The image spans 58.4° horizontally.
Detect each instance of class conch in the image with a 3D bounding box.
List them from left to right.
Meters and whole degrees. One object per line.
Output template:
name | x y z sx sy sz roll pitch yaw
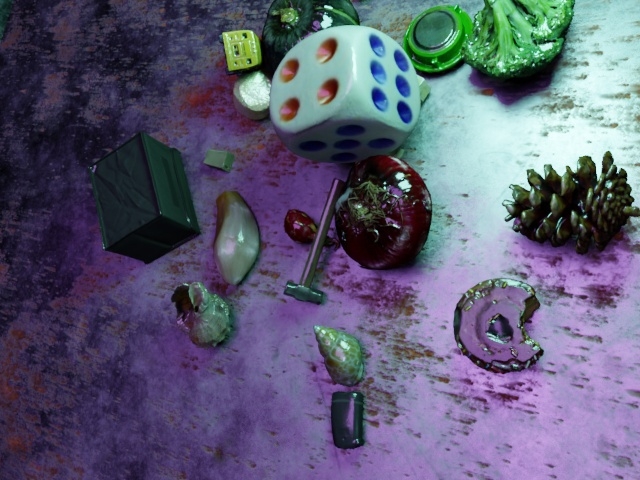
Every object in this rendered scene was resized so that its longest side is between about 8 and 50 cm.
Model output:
conch | -0.368 0.217 1.737 0.178 0.245 0.163 -1 36 9
conch | 0.055 0.314 1.554 0.116 0.106 0.173 -2 90 44

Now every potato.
potato | 0.256 -0.451 1.658 0.122 0.086 0.061 38 97 34

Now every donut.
donut | 0.437 0.211 1.396 0.216 0.096 0.230 -21 69 22

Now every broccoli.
broccoli | 0.498 -0.562 1.477 0.307 0.275 0.308 -33 35 27

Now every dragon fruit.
dragon fruit | -0.035 -0.021 1.691 0.190 0.094 0.094 35 94 17

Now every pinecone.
pinecone | 0.580 -0.087 1.334 0.309 0.244 0.244 6 80 38

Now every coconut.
coconut | -0.212 -0.470 1.857 0.147 0.152 0.147 0 89 -9

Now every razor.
razor | 0.071 0.479 1.528 0.090 0.054 0.148 -8 73 28

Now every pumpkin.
pumpkin | -0.031 -0.620 1.748 0.323 0.241 0.324 -9 70 26

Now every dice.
dice | 0.067 -0.378 1.535 0.304 0.304 0.277 -13 72 41

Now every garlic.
garlic | -0.273 -0.023 1.805 0.143 0.112 0.318 -21 58 23

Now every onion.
onion | 0.172 -0.070 1.535 0.313 0.232 0.314 0 90 47

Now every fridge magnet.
fridge magnet | 0.336 -0.585 1.649 0.207 0.088 0.208 -7 74 25

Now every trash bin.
trash bin | -0.344 -0.270 1.925 0.092 0.043 0.061 14 84 29

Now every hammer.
hammer | 0.000 0.000 1.641 0.111 0.043 0.366 18 92 -2

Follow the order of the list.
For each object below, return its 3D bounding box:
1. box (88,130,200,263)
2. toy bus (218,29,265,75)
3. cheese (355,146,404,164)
box | -0.592 -0.139 1.919 0.251 0.204 0.345 -27 67 18
toy bus | -0.241 -0.592 1.813 0.122 0.335 0.121 -10 104 3
cheese | 0.133 -0.192 1.669 0.127 0.049 0.235 33 92 29
